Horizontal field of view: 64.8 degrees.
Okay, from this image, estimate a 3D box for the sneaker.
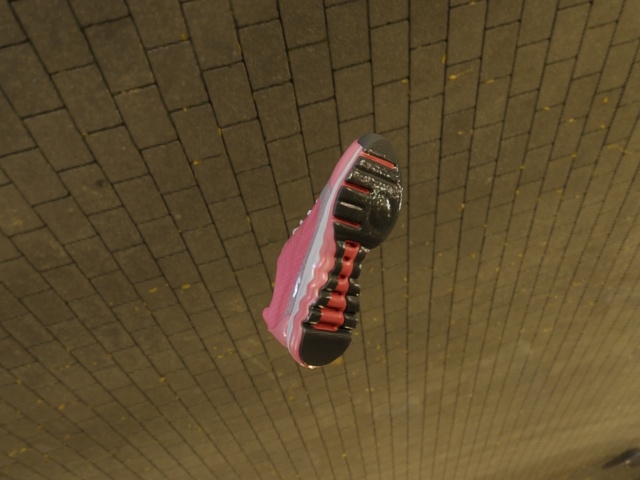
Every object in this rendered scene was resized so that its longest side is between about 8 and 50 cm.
[{"bbox_3d":[-0.001,0.000,0.670,0.116,0.136,0.313,22,88,-43],"label":"sneaker"}]
